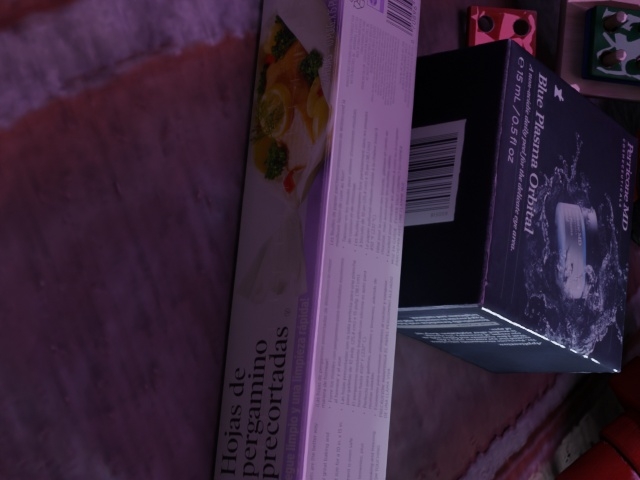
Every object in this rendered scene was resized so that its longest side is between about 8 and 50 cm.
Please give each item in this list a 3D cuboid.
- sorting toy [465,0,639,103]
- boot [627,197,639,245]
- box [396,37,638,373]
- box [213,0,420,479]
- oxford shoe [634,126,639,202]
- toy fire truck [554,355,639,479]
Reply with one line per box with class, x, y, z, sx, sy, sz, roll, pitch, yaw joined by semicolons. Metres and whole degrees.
sorting toy;0.218;-0.157;0.759;0.274;0.046;0.132;6;87;-11
boot;0.321;-0.010;0.775;0.246;0.083;0.161;34;102;-35
box;0.109;-0.013;0.695;0.158;0.093;0.156;25;67;-45
box;0.000;0.000;0.593;0.067;0.063;0.324;16;74;-45
oxford shoe;0.339;-0.167;0.873;0.364;0.130;0.132;-60;165;13
toy fire truck;0.240;0.211;0.799;0.246;0.158;0.217;-37;117;-4
